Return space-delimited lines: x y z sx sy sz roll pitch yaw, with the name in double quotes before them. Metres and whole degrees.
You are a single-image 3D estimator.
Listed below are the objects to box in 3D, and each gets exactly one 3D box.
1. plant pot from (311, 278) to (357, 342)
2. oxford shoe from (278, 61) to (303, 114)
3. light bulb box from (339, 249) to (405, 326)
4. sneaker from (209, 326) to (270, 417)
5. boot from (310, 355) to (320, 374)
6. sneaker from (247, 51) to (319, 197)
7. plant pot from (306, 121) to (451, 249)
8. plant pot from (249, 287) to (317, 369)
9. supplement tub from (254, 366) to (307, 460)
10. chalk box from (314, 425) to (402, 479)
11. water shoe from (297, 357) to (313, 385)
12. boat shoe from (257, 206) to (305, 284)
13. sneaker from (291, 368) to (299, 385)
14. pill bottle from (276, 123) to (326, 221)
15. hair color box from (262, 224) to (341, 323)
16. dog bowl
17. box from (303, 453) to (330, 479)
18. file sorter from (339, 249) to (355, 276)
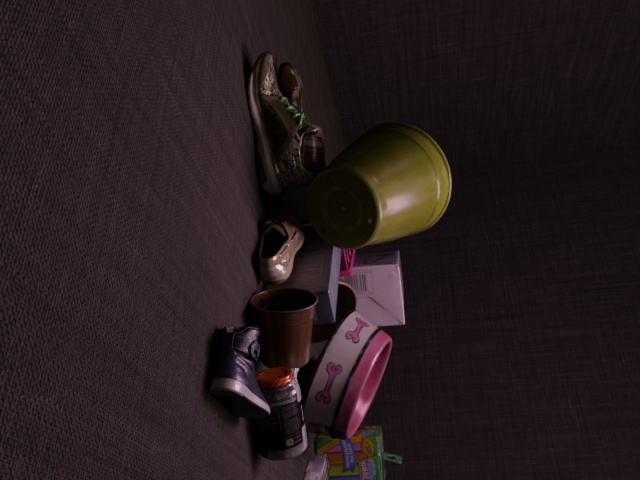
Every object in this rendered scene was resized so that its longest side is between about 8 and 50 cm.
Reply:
"plant pot" -0.009 0.203 1.928 0.110 0.237 0.237 47 -23 47
"oxford shoe" -0.104 -0.515 2.137 0.096 0.083 0.227 -72 154 -59
"light bulb box" 0.132 0.179 2.264 0.361 0.358 0.225 -48 133 -80
"sneaker" -0.153 0.269 1.246 0.226 0.086 0.163 70 19 -54
"boot" 0.050 0.537 2.244 0.348 0.131 0.260 -164 -128 -84
"sneaker" -0.095 -0.335 1.729 0.158 0.182 0.410 -46 129 -79
"plant pot" 0.149 -0.138 1.772 0.353 0.367 0.366 -30 117 -52
"plant pot" -0.091 0.222 1.497 0.167 0.167 0.165 -66 157 -73
"supplement tub" -0.098 0.402 1.407 0.117 0.117 0.190 -47 131 -78
"chalk box" 0.140 0.762 2.128 0.180 0.289 0.179 32 52 -80
"water shoe" -0.059 0.365 1.802 0.203 0.080 0.073 -82 164 -57
"boat shoe" -0.112 -0.011 1.660 0.302 0.109 0.098 -77 160 -50
"sneaker" -0.098 0.376 1.666 0.076 0.065 0.166 54 24 -40
"pill bottle" -0.063 -0.202 1.896 0.169 0.169 0.301 37 47 -78
"hair color box" -0.044 0.090 1.745 0.374 0.185 0.113 -82 163 -59
"dog bowl" 0.090 0.429 1.870 0.408 0.150 0.408 -57 161 -33
"box" -0.010 0.811 1.888 0.231 0.056 0.183 -55 138 -77
"file sorter" 0.000 0.000 2.068 0.290 0.202 0.182 -71 150 -70
